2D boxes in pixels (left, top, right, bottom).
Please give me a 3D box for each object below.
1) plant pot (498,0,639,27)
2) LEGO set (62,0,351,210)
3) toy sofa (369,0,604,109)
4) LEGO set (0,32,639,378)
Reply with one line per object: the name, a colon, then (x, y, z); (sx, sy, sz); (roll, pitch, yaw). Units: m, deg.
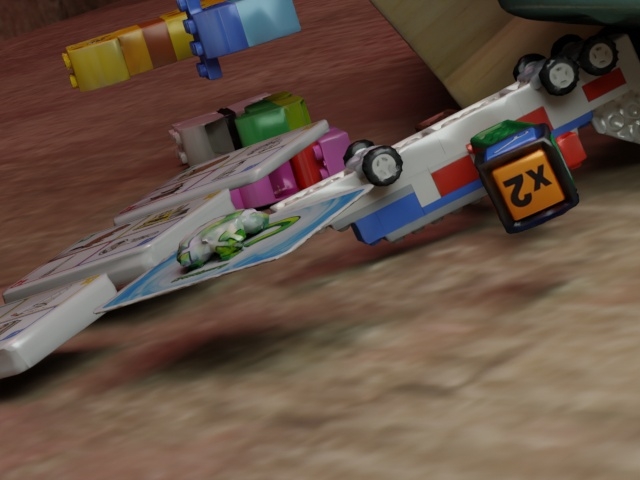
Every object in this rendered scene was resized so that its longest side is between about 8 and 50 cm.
plant pot: (0.155, -0.191, 0.620); (0.272, 0.255, 0.271); (2, 5, 0)
LEGO set: (-0.058, -0.065, 0.863); (0.093, 0.087, 0.227); (-18, 10, -6)
toy sofa: (0.113, -0.148, 0.936); (0.150, 0.177, 0.362); (-40, 7, 12)
LEGO set: (0.000, 0.000, 0.614); (0.244, 0.060, 0.182); (-18, 14, 40)
